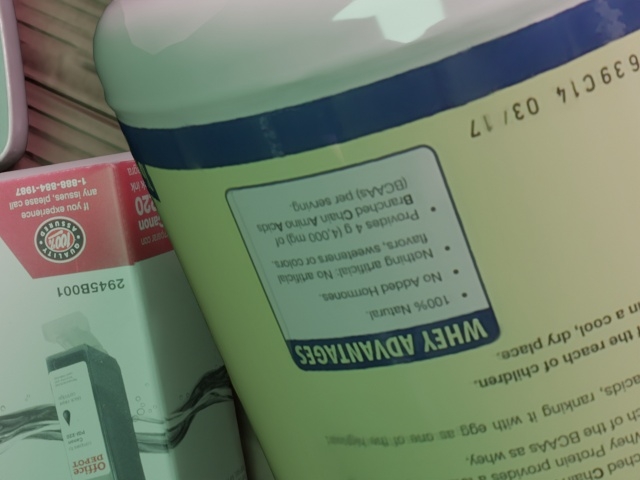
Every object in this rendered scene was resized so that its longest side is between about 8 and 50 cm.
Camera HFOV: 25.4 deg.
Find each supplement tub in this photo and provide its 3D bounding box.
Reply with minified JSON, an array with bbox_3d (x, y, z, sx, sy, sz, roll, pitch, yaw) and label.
[{"bbox_3d":[0.082,0.023,0.523,0.235,0.235,0.325,-17,108,16],"label":"supplement tub"}]

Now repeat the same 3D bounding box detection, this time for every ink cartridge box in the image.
[{"bbox_3d":[-0.131,0.075,0.689,0.158,0.092,0.218,-8,97,17],"label":"ink cartridge box"}]

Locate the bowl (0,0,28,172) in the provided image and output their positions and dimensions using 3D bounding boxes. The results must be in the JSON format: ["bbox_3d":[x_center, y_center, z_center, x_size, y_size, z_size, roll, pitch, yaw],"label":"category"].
[{"bbox_3d":[-0.223,-0.089,0.780,0.142,0.053,0.142,-13,81,16],"label":"bowl"}]
